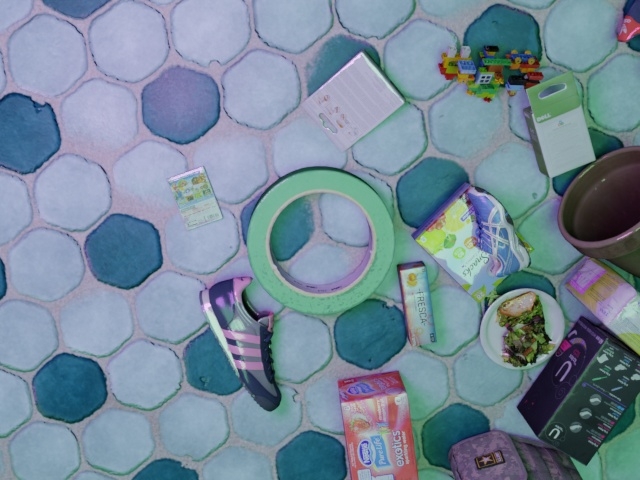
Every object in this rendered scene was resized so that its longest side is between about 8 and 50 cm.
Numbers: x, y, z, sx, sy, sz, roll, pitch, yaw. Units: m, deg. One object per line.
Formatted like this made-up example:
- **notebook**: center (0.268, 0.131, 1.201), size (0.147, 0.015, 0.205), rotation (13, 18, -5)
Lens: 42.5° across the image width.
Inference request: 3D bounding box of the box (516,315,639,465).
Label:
- **box**: center (0.591, 0.335, 1.852), size (0.143, 0.165, 0.270), rotation (30, 99, -9)

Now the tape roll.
- **tape roll**: center (0.000, 0.000, 1.800), size (0.321, 0.077, 0.321), rotation (-1, 102, -3)

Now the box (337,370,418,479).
- **box**: center (0.133, 0.467, 1.871), size (0.154, 0.142, 0.300), rotation (-9, 102, -1)

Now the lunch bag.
- **lunch bag**: center (0.438, 0.554, 1.856), size (0.287, 0.235, 0.169), rotation (15, 106, -6)

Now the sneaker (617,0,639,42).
- **sneaker**: center (0.782, -0.381, 1.737), size (0.350, 0.131, 0.148), rotation (34, 105, -3)

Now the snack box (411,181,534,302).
- **snack box**: center (0.335, 0.004, 1.816), size (0.207, 0.070, 0.174), rotation (43, 96, -9)

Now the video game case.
- **video game case**: center (-0.275, -0.092, 1.801), size (0.087, 0.011, 0.122), rotation (-19, 102, 2)

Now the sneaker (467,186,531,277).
- **sneaker**: center (0.364, -0.017, 1.738), size (0.081, 0.080, 0.211), rotation (-31, 97, -3)

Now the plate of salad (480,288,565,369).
- **plate of salad**: center (0.463, 0.207, 1.874), size (0.200, 0.048, 0.200), rotation (-2, 106, -5)

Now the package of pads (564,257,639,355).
- **package of pads**: center (0.661, 0.161, 1.750), size (0.229, 0.296, 0.101), rotation (40, 100, -10)

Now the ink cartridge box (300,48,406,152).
- **ink cartridge box**: center (0.071, -0.298, 1.768), size (0.179, 0.045, 0.145), rotation (-37, 102, 24)

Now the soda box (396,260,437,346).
- **soda box**: center (0.216, 0.141, 1.848), size (0.063, 0.058, 0.183), rotation (-9, 103, -1)

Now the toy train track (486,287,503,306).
- **toy train track**: center (0.393, 0.108, 1.873), size (0.048, 0.014, 0.083), rotation (11, 96, 2)

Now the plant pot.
- **plant pot**: center (0.678, -0.032, 1.753), size (0.263, 0.263, 0.229), rotation (-46, 117, 7)

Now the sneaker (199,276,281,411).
- **sneaker**: center (-0.143, 0.228, 1.824), size (0.131, 0.112, 0.319), rotation (-26, 103, 6)

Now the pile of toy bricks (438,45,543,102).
- **pile of toy bricks**: center (0.358, -0.338, 1.743), size (0.212, 0.118, 0.105), rotation (0, 141, -13)

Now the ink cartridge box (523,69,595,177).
- **ink cartridge box**: center (0.504, -0.251, 1.761), size (0.109, 0.062, 0.209), rotation (-22, 111, 1)
